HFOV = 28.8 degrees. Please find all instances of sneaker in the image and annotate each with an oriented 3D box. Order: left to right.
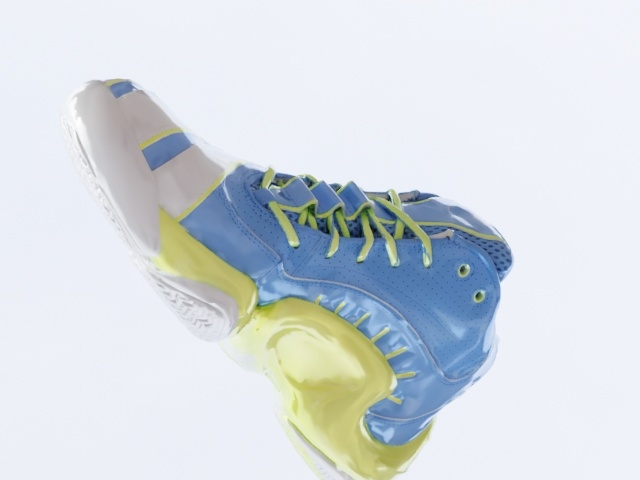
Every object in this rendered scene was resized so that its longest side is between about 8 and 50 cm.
[{"bbox_3d":[0.000,0.000,0.507,0.091,0.126,0.240,48,175,48],"label":"sneaker"}]
